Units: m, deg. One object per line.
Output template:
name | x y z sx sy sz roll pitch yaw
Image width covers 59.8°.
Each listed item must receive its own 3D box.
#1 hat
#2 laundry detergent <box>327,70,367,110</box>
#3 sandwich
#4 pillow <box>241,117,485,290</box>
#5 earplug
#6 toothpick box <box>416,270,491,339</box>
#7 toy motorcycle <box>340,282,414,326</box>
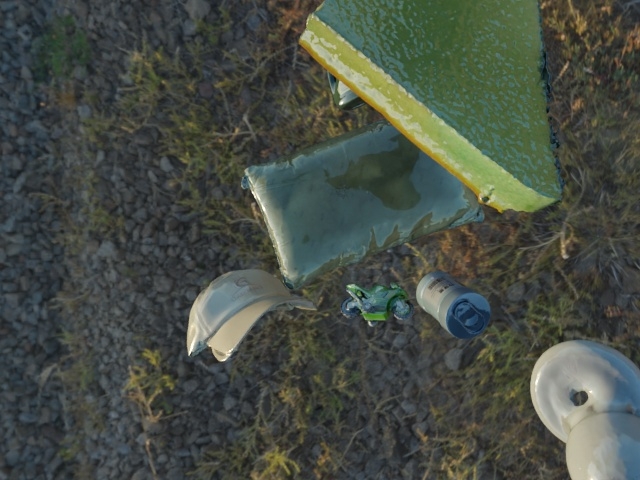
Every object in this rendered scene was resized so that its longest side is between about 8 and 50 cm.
hat | -0.134 0.106 0.969 0.164 0.219 0.226 58 152 12
laundry detergent | 0.070 -0.447 1.386 0.144 0.078 0.222 -22 81 42
sandwich | 0.087 -0.148 0.475 0.211 0.063 0.245 7 68 -11
pillow | 0.056 -0.062 0.769 0.302 0.075 0.185 -20 90 1
earplug | 0.501 0.335 0.994 0.214 0.174 0.326 -51 35 33
toothpick box | 0.276 0.132 1.171 0.101 0.153 0.101 -3 105 -13
toy motorcycle | 0.143 0.149 1.375 0.190 0.074 0.106 -1 50 24
